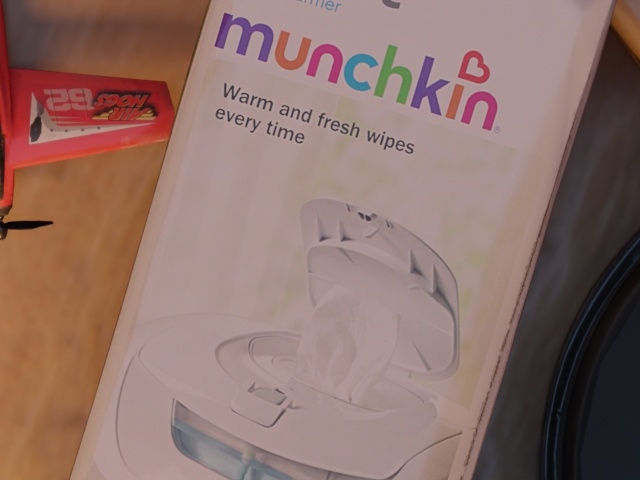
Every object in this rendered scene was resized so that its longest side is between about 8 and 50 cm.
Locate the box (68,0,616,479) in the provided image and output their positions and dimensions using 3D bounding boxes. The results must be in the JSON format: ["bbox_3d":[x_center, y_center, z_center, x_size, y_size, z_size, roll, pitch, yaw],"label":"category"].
[{"bbox_3d":[0.000,0.000,0.701,0.127,0.262,0.231,16,95,-4],"label":"box"}]

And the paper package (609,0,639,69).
[{"bbox_3d":[0.183,-0.247,0.712,0.325,0.168,0.309,-37,96,11],"label":"paper package"}]

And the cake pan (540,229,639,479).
[{"bbox_3d":[0.231,0.096,0.777,0.293,0.054,0.293,-1,86,15],"label":"cake pan"}]

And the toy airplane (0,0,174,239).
[{"bbox_3d":[-0.139,-0.075,0.803,0.151,0.028,0.151,0,95,-4],"label":"toy airplane"}]
